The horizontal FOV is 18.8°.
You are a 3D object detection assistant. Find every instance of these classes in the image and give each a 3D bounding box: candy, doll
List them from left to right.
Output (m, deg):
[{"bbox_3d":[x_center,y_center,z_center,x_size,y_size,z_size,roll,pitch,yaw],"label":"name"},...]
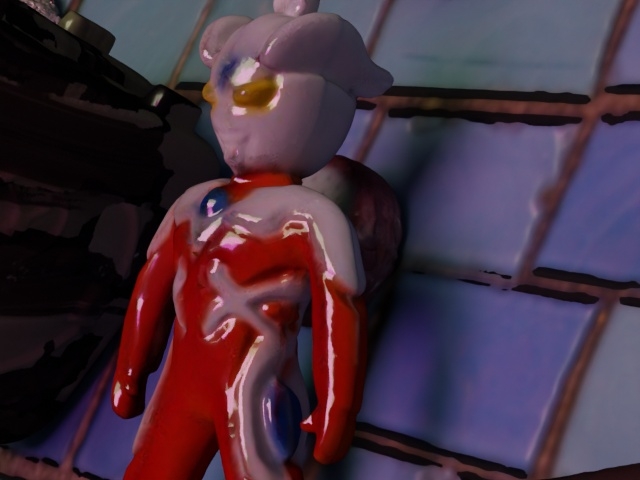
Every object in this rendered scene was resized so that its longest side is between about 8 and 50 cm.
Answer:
[{"bbox_3d":[-0.042,0.045,1.047,0.188,0.099,0.384,5,82,43],"label":"doll"},{"bbox_3d":[0.000,0.000,1.124,0.103,0.043,0.103,-28,46,34],"label":"candy"}]

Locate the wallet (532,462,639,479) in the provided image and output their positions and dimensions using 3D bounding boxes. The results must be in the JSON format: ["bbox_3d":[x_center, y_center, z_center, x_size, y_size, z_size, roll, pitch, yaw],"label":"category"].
[{"bbox_3d":[0.095,0.190,0.884,0.229,0.049,0.182,-16,51,39],"label":"wallet"}]

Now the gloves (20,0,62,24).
[{"bbox_3d":[-0.254,-0.158,1.493,0.114,0.070,0.153,-55,35,4],"label":"gloves"}]

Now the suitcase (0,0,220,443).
[{"bbox_3d":[-0.270,-0.011,1.183,0.194,0.351,0.339,40,98,36],"label":"suitcase"}]
